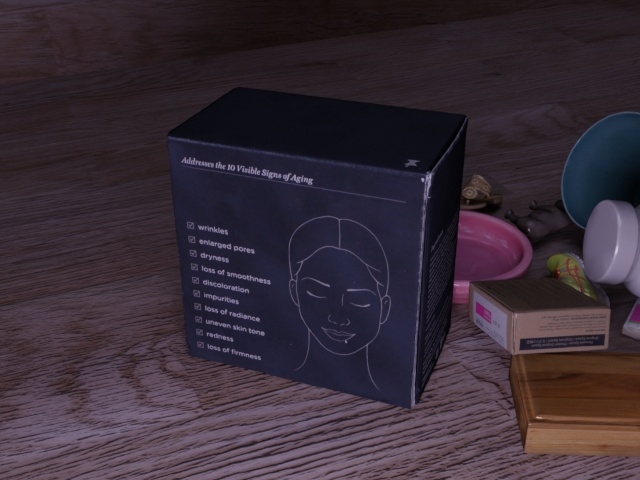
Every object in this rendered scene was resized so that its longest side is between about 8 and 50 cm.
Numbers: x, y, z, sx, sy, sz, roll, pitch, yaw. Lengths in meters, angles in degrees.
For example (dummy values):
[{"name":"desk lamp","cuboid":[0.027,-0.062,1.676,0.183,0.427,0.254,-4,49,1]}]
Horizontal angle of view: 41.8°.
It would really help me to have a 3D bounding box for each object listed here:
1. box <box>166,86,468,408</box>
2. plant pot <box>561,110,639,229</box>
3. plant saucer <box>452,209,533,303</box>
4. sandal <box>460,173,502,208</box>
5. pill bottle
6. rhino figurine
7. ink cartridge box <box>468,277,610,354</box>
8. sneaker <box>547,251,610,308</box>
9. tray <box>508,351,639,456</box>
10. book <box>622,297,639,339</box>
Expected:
[{"name":"box","cuboid":[0.000,0.000,1.578,0.480,0.472,0.297,11,32,18]},{"name":"plant pot","cuboid":[0.746,-0.135,1.971,0.195,0.290,0.290,16,19,-33]},{"name":"plant saucer","cuboid":[0.304,0.040,1.884,0.332,0.084,0.332,0,30,0]},{"name":"sandal","cuboid":[0.390,-0.127,2.096,0.088,0.079,0.240,7,10,33]},{"name":"pill bottle","cuboid":[0.745,0.027,1.714,0.363,0.210,0.210,8,30,-5]},{"name":"rhino figurine","cuboid":[0.550,-0.052,2.045,0.243,0.073,0.106,-20,32,-32]},{"name":"ink cartridge box","cuboid":[0.417,0.143,1.629,0.193,0.088,0.234,-3,12,-9]},{"name":"sneaker","cuboid":[0.528,0.094,1.787,0.094,0.081,0.208,-10,32,-10]},{"name":"tray","cuboid":[0.554,0.282,1.471,0.411,0.076,0.203,0,30,4]},{"name":"book","cuboid":[0.685,0.160,1.718,0.096,0.035,0.144,16,33,29]}]
